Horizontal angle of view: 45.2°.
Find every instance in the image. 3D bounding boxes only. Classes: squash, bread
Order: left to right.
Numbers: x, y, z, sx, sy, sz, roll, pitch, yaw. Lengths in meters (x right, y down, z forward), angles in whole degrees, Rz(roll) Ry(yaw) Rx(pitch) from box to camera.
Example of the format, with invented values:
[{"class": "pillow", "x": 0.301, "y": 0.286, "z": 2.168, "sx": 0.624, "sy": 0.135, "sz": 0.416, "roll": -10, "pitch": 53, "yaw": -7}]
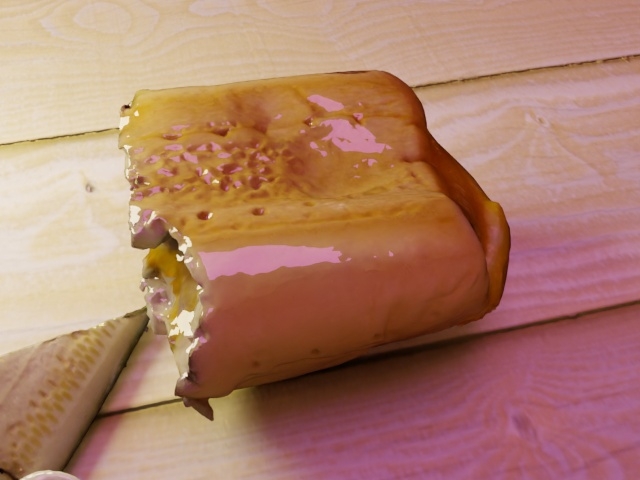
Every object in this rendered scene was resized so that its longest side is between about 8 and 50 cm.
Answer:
[{"class": "squash", "x": -0.301, "y": 0.119, "z": 0.791, "sx": 0.169, "sy": 0.093, "sz": 0.252, "roll": 43, "pitch": 44, "yaw": -21}, {"class": "bread", "x": 0.000, "y": 0.000, "z": 0.826, "sx": 0.395, "sy": 0.250, "sz": 0.361, "roll": -9, "pitch": 47, "yaw": -14}]

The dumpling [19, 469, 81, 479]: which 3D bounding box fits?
[{"class": "dumpling", "x": -0.199, "y": 0.279, "z": 0.638, "sx": 0.134, "sy": 0.099, "sz": 0.169, "roll": -1, "pitch": 45, "yaw": -19}]
